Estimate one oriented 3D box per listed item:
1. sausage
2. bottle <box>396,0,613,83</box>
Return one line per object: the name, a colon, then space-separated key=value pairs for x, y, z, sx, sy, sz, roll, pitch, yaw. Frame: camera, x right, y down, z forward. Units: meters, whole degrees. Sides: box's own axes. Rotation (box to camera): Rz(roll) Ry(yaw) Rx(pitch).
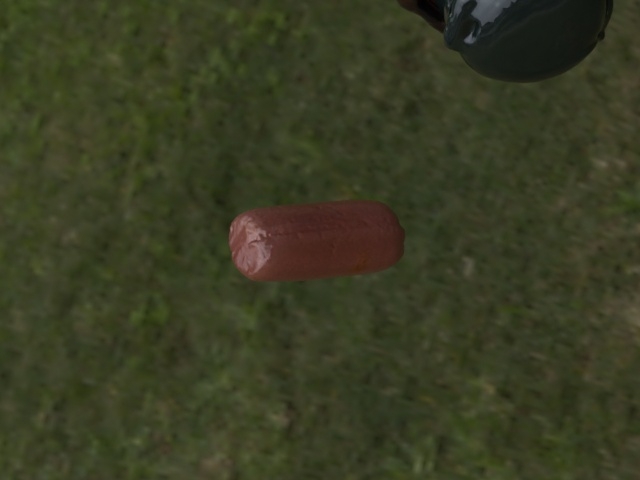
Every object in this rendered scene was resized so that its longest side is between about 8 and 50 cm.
sausage: x=0.000 y=0.000 z=1.495 sx=0.062 sy=0.154 sz=0.062 roll=9 pitch=102 yaw=53
bottle: x=0.091 y=-0.196 z=1.031 sx=0.143 sy=0.156 sz=0.271 roll=108 pitch=157 yaw=-46
